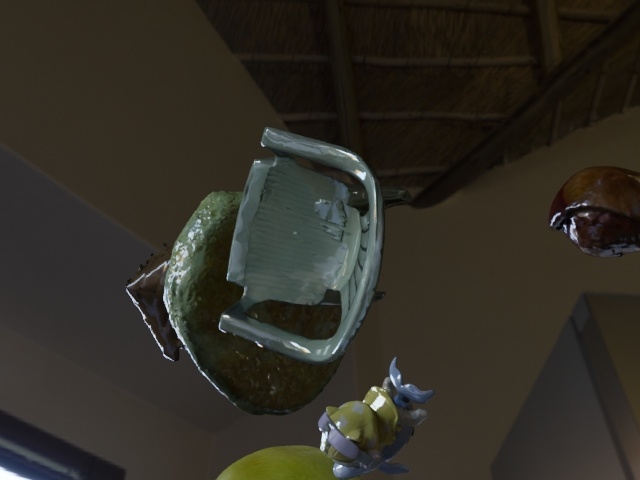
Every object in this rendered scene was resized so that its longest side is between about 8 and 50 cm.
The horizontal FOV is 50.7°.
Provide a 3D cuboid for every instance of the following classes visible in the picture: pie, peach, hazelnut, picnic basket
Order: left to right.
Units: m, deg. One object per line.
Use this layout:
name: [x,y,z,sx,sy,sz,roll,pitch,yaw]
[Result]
picnic basket: [-0.174,0.120,1.302,0.291,0.254,0.321,-31,-80,7]
pie: [-0.065,0.080,0.909,0.070,0.323,0.323,-9,-42,48]
peach: [-0.057,0.510,1.174,0.314,0.315,0.281,-50,-44,-13]
hazelnut: [0.496,-0.041,1.128,0.170,0.201,0.160,7,-69,-52]

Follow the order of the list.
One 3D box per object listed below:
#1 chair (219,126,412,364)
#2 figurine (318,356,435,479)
chair: [0.000,0.000,0.699,0.190,0.274,0.203,16,-80,16]
figurine: [0.086,0.292,1.074,0.184,0.128,0.208,27,-83,-46]
